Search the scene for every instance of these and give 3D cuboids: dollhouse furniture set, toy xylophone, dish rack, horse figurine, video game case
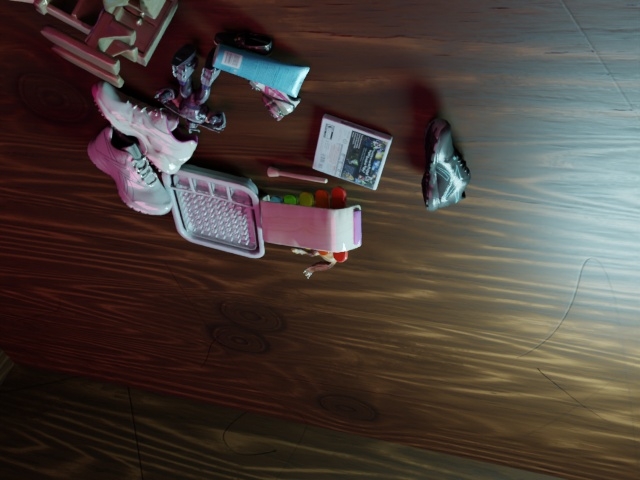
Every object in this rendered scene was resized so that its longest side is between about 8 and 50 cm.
[{"bbox_3d":[-0.425,-0.516,1.546,0.257,0.362,0.394,27,174,-10],"label":"dollhouse furniture set"},{"bbox_3d":[-0.039,-0.075,2.092,0.323,0.081,0.236,17,115,29],"label":"toy xylophone"},{"bbox_3d":[-0.291,-0.094,2.256,0.286,0.072,0.332,13,144,11],"label":"dish rack"},{"bbox_3d":[0.000,0.000,2.220,0.175,0.066,0.263,7,135,12],"label":"horse figurine"},{"bbox_3d":[0.075,-0.216,1.940,0.173,0.022,0.190,20,144,4],"label":"video game case"}]

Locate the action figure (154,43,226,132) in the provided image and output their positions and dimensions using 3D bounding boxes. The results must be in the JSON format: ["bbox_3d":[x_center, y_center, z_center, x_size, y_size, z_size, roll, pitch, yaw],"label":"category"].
[{"bbox_3d":[-0.309,-0.351,1.908,0.185,0.099,0.285,18,148,-2],"label":"action figure"}]

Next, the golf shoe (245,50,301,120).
[{"bbox_3d":[-0.123,-0.372,1.819,0.086,0.067,0.186,-37,110,5],"label":"golf shoe"}]

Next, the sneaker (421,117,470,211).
[{"bbox_3d":[0.293,-0.180,1.830,0.106,0.101,0.267,-5,141,1],"label":"sneaker"}]

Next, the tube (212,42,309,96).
[{"bbox_3d":[-0.135,-0.382,1.751,0.207,0.052,0.080,15,132,-17],"label":"tube"}]

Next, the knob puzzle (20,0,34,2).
[{"bbox_3d":[-0.684,-0.617,1.814,0.213,0.030,0.213,14,144,11],"label":"knob puzzle"}]

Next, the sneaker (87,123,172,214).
[{"bbox_3d":[-0.518,-0.193,2.171,0.297,0.111,0.129,46,133,-1],"label":"sneaker"}]

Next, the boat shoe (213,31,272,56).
[{"bbox_3d":[-0.171,-0.444,1.749,0.133,0.048,0.042,12,148,2],"label":"boat shoe"}]

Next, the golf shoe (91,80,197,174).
[{"bbox_3d":[-0.449,-0.315,2.042,0.140,0.115,0.306,-35,116,22],"label":"golf shoe"}]
